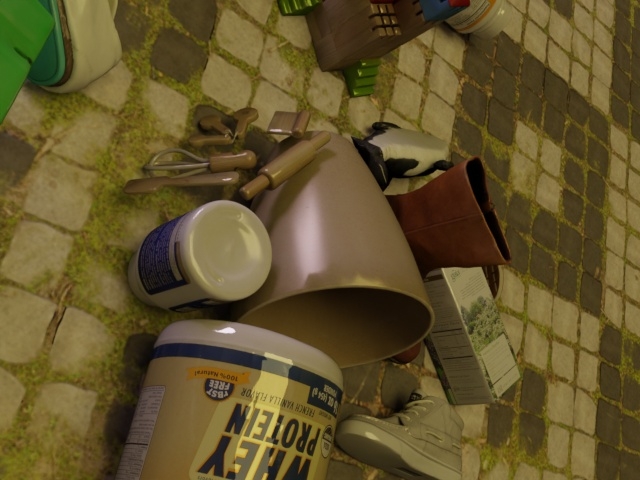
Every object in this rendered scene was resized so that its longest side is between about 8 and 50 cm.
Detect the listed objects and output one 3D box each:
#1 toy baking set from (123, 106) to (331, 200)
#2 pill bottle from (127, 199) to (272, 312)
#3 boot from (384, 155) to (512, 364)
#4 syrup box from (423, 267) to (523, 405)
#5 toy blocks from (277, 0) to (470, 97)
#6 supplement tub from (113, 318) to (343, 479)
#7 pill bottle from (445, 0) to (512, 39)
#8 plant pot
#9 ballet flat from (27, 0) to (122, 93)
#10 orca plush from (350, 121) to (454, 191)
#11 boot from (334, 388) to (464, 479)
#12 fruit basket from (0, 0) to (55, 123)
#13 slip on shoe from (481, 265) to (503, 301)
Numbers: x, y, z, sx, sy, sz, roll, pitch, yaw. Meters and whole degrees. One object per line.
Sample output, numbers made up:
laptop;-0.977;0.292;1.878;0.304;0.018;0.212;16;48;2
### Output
toy baking set;-0.114;-0.104;0.915;0.256;0.196;0.030;-45;138;-39
pill bottle;-0.151;0.026;0.841;0.111;0.186;0.112;10;73;-37
boot;0.164;0.042;1.026;0.096;0.280;0.264;-7;83;-39
syrup box;0.232;0.142;1.175;0.093;0.096;0.237;-27;96;-41
toy blocks;0.074;-0.443;1.087;0.190;0.260;0.382;-17;89;-40
supplement tub;-0.110;0.268;0.789;0.228;0.228;0.317;27;64;-31
pill bottle;0.256;-0.467;1.330;0.214;0.117;0.117;30;62;-30
plant pot;0.000;0.000;0.957;0.256;0.256;0.274;17;51;-34
ballet flat;-0.303;-0.374;0.815;0.139;0.139;0.401;-21;116;-40
orca plush;0.122;-0.109;1.140;0.151;0.102;0.287;27;22;8
boot;0.124;0.278;1.072;0.258;0.095;0.124;37;52;-36
fruit basket;-0.464;-0.148;0.580;0.392;0.282;0.392;25;52;-36
slip on shoe;0.308;0.049;1.293;0.041;0.051;0.136;20;61;-46
